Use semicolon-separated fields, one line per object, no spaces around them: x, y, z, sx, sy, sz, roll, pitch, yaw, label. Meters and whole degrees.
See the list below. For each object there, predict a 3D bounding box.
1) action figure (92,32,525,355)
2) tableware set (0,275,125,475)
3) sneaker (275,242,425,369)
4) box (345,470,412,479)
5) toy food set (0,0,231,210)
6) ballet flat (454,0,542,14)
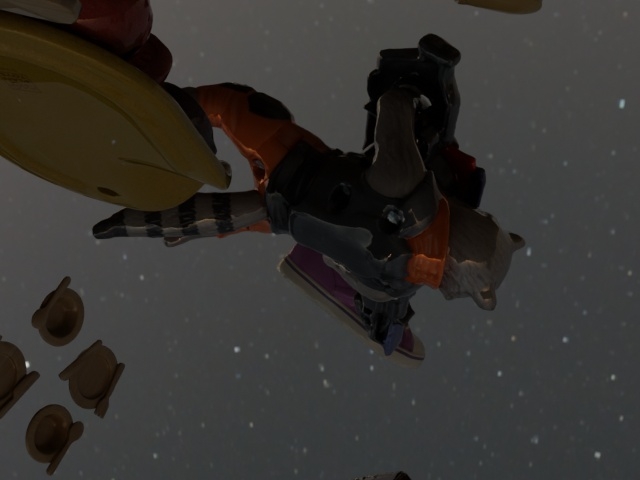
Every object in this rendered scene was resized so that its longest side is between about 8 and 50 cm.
0.000;0.000;0.886;0.330;0.341;0.178;13;-138;19;action figure
-0.249;0.127;0.987;0.020;0.168;0.141;6;-132;35;tableware set
0.089;0.066;1.542;0.161;0.282;0.102;-48;-152;2;sneaker
0.064;0.384;1.148;0.167;0.168;0.203;-42;-85;-29;box
-0.107;-0.084;0.459;0.128;0.218;0.071;10;-108;16;toy food set
0.056;-0.202;0.675;0.073;0.080;0.232;-34;-126;4;ballet flat
